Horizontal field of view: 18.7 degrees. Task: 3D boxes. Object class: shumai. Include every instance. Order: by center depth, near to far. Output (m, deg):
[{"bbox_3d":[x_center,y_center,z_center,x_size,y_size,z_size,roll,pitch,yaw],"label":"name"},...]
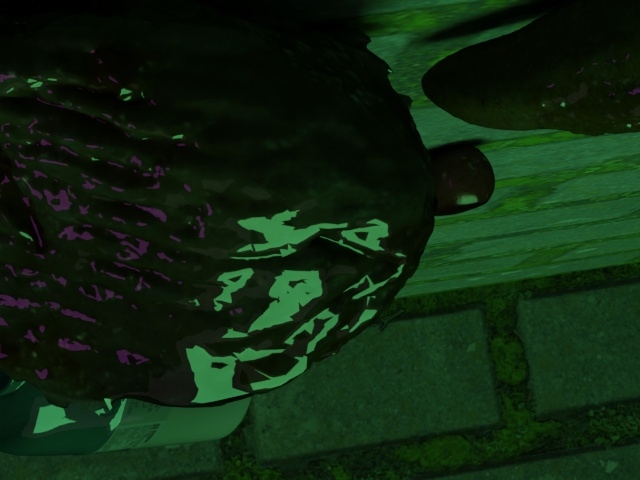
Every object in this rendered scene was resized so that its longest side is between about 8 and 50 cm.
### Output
[{"bbox_3d":[-0.073,-0.068,1.063,0.346,0.217,0.283,2,-147,29],"label":"shumai"}]

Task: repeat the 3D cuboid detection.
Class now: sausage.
[{"bbox_3d":[0.118,-0.053,1.722,0.059,0.054,0.094,-6,173,-23],"label":"sausage"}]

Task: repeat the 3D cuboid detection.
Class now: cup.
[{"bbox_3d":[-0.184,0.076,1.727,0.257,0.219,0.289,-3,169,-37],"label":"cup"}]

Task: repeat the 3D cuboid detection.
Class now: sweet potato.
[{"bbox_3d":[0.203,-0.116,1.130,0.114,0.092,0.341,25,155,-32],"label":"sweet potato"}]
